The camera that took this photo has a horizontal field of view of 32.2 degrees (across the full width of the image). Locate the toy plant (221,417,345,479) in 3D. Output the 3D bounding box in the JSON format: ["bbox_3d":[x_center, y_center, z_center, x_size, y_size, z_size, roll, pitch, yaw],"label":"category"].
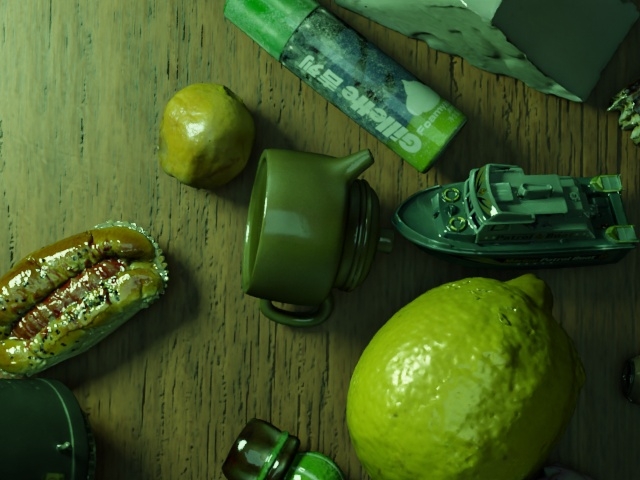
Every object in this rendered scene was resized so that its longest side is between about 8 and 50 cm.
[{"bbox_3d":[-0.036,0.293,1.371,0.162,0.093,0.092,31,89,5],"label":"toy plant"}]

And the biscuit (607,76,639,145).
[{"bbox_3d":[0.472,-0.212,1.363,0.252,0.106,0.070,-33,85,1],"label":"biscuit"}]

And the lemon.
[{"bbox_3d":[0.167,0.174,1.290,0.245,0.245,0.320,39,86,5],"label":"lemon"}]

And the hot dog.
[{"bbox_3d":[-0.320,0.071,1.407,0.268,0.075,0.144,-31,86,2],"label":"hot dog"}]

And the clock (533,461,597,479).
[{"bbox_3d":[0.248,0.369,1.271,0.090,0.248,0.227,23,88,25],"label":"clock"}]

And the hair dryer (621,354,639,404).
[{"bbox_3d":[0.426,0.236,1.367,0.117,0.064,0.181,8,93,4],"label":"hair dryer"}]

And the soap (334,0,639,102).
[{"bbox_3d":[0.210,-0.305,1.417,0.302,0.258,0.158,24,89,48],"label":"soap"}]

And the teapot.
[{"bbox_3d":[0.000,0.000,1.348,0.176,0.185,0.267,10,124,-8],"label":"teapot"}]

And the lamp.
[{"bbox_3d":[-0.397,0.260,1.294,0.272,0.374,0.204,5,85,-23],"label":"lamp"}]

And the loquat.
[{"bbox_3d":[-0.145,-0.130,1.394,0.137,0.113,0.137,-1,87,34],"label":"loquat"}]

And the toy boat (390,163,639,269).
[{"bbox_3d":[0.231,-0.028,1.339,0.296,0.122,0.114,0,54,-9],"label":"toy boat"}]

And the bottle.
[{"bbox_3d":[0.029,-0.218,1.395,0.330,0.093,0.093,38,89,5],"label":"bottle"}]
